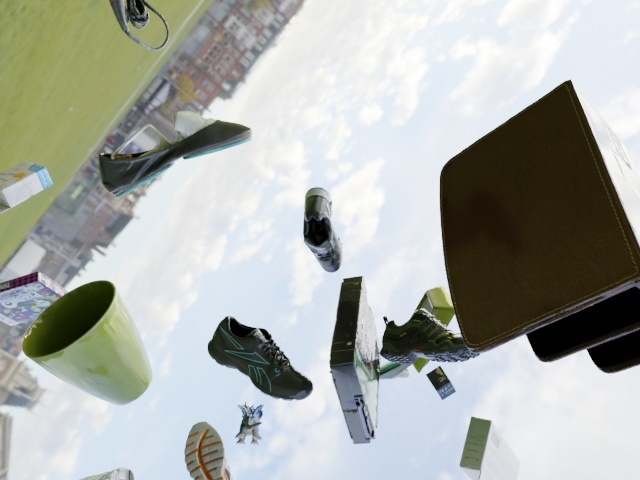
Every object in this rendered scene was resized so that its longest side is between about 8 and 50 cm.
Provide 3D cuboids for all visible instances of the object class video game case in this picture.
[{"bbox_3d":[-0.920,0.184,1.882,0.232,0.210,0.041,-17,-119,3],"label":"video game case"}]

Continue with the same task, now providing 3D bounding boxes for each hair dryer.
[{"bbox_3d":[-0.335,-0.469,0.969,0.080,0.293,0.223,-27,-135,28],"label":"hair dryer"}]

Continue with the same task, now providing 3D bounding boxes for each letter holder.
[{"bbox_3d":[0.273,0.001,0.724,0.214,0.152,0.301,-33,-142,34],"label":"letter holder"}]

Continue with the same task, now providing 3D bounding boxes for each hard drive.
[{"bbox_3d":[0.087,0.270,1.429,0.064,0.236,0.339,-10,-152,12],"label":"hard drive"}]

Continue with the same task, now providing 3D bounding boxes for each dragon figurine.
[{"bbox_3d":[-0.225,0.566,1.938,0.289,0.085,0.143,100,-8,-60],"label":"dragon figurine"}]

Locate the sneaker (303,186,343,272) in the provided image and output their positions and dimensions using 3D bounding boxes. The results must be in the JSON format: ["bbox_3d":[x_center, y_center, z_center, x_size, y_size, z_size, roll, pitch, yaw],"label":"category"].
[{"bbox_3d":[0.000,0.000,1.394,0.078,0.234,0.106,-2,-141,13],"label":"sneaker"}]

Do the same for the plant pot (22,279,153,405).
[{"bbox_3d":[-0.592,0.306,1.651,0.275,0.293,0.274,-20,-147,14],"label":"plant pot"}]

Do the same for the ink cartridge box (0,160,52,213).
[{"bbox_3d":[-0.872,-0.152,1.715,0.104,0.061,0.181,15,-139,29],"label":"ink cartridge box"}]

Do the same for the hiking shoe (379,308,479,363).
[{"bbox_3d":[0.234,0.193,1.265,0.227,0.086,0.114,-5,-115,18],"label":"hiking shoe"}]

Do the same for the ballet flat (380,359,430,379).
[{"bbox_3d":[0.238,0.334,1.647,0.213,0.068,0.072,-33,-178,-9],"label":"ballet flat"}]

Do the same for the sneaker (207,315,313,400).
[{"bbox_3d":[-0.131,0.266,1.366,0.106,0.268,0.101,-67,170,20],"label":"sneaker"}]

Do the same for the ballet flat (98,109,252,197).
[{"bbox_3d":[-0.260,-0.169,1.068,0.281,0.096,0.095,-25,-162,-7],"label":"ballet flat"}]

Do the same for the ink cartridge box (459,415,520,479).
[{"bbox_3d":[0.405,0.596,1.471,0.060,0.275,0.238,1,-127,36],"label":"ink cartridge box"}]

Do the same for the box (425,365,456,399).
[{"bbox_3d":[0.351,0.415,1.765,0.052,0.083,0.062,-33,-131,1],"label":"box"}]

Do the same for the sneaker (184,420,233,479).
[{"bbox_3d":[-0.225,0.484,1.259,0.084,0.214,0.083,-16,166,-8],"label":"sneaker"}]

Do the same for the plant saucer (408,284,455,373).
[{"bbox_3d":[0.261,0.209,1.518,0.188,0.045,0.188,-62,-175,13],"label":"plant saucer"}]

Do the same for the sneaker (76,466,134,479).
[{"bbox_3d":[-0.364,0.392,0.885,0.083,0.071,0.191,-10,177,23],"label":"sneaker"}]
